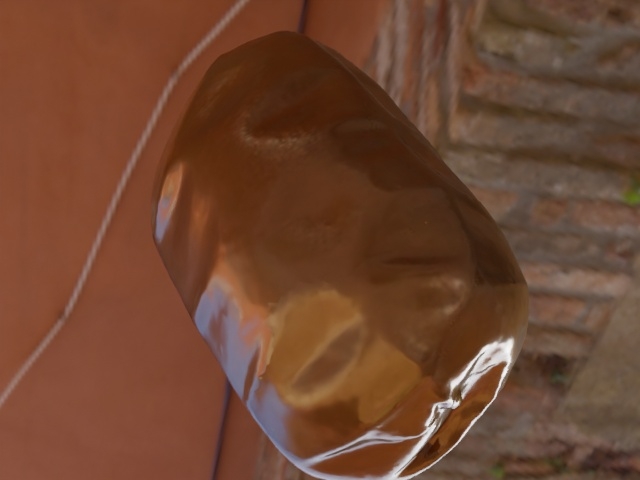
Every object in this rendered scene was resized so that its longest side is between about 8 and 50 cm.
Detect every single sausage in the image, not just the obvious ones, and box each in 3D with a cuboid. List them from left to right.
[{"bbox_3d":[0.000,0.000,0.682,0.120,0.136,0.241,27,-164,-43],"label":"sausage"}]
